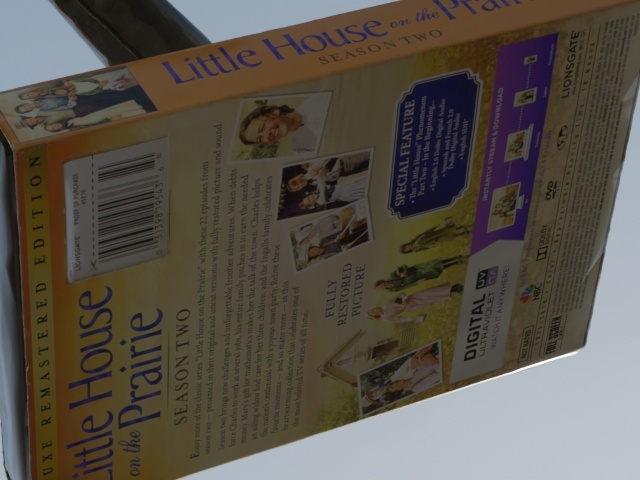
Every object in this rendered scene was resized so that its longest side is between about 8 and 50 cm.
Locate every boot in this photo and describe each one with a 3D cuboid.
[{"bbox_3d":[-0.152,-0.200,1.477,0.208,0.076,0.190,50,-33,-16],"label":"boot"}]

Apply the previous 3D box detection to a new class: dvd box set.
[{"bbox_3d":[0.000,0.000,1.207,0.062,0.420,0.307,52,-30,42],"label":"dvd box set"}]
